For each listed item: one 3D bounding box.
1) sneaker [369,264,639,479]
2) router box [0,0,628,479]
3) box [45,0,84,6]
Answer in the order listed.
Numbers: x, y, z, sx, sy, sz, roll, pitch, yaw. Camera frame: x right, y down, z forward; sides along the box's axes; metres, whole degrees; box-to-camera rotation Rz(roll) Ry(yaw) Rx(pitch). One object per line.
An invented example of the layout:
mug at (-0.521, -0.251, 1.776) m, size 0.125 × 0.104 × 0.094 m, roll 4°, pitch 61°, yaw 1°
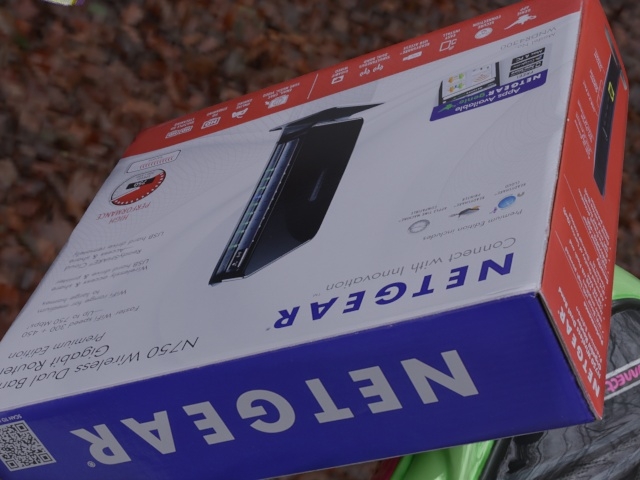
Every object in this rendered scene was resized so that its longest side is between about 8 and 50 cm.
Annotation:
sneaker at (0.079, 0.241, 0.715) m, size 0.202 × 0.483 × 0.185 m, roll 32°, pitch 2°, yaw 1°
router box at (0.000, 0.000, 0.720) m, size 0.335 × 0.082 × 0.301 m, roll -15°, pitch 31°, yaw 25°
box at (-0.172, -0.278, 0.781) m, size 0.117 × 0.243 × 0.213 m, roll 18°, pitch 7°, yaw -12°
